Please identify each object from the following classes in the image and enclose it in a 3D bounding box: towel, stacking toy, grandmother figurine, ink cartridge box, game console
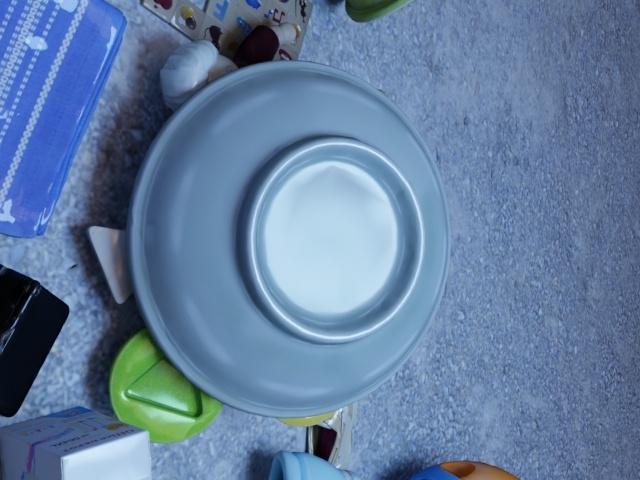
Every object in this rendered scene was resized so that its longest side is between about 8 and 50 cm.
[{"bbox_3d":[-0.335,-0.141,0.573,0.336,0.040,0.243,19,100,-46],"label":"towel"},{"bbox_3d":[-0.127,0.077,0.851,0.279,0.130,0.309,-12,96,-24],"label":"stacking toy"},{"bbox_3d":[-0.048,-0.173,0.895,0.342,0.104,0.208,4,73,-47],"label":"grandmother figurine"},{"bbox_3d":[-0.226,0.222,0.684,0.092,0.143,0.090,-7,96,-47],"label":"ink cartridge box"},{"bbox_3d":[-0.312,0.091,0.685,0.107,0.071,0.122,27,68,-13],"label":"game console"}]

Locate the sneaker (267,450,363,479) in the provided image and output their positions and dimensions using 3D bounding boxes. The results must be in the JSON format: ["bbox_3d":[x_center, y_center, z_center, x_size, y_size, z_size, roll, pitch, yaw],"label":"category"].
[{"bbox_3d":[-0.086,0.428,0.880,0.150,0.135,0.366,33,67,-15],"label":"sneaker"}]

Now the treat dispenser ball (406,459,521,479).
[{"bbox_3d":[0.217,0.475,1.068,0.288,0.288,0.288,-1,92,-47],"label":"treat dispenser ball"}]

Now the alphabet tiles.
[{"bbox_3d":[-0.100,-0.313,0.910,0.237,0.009,0.198,29,69,-44],"label":"alphabet tiles"}]

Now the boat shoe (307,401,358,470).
[{"bbox_3d":[0.011,0.247,1.003,0.059,0.063,0.170,-5,96,-53],"label":"boat shoe"}]

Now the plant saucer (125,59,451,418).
[{"bbox_3d":[0.000,0.000,0.782,0.400,0.100,0.401,-1,92,-27],"label":"plant saucer"}]

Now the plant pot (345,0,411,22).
[{"bbox_3d":[0.056,-0.469,0.916,0.254,0.276,0.276,40,62,-28],"label":"plant pot"}]
